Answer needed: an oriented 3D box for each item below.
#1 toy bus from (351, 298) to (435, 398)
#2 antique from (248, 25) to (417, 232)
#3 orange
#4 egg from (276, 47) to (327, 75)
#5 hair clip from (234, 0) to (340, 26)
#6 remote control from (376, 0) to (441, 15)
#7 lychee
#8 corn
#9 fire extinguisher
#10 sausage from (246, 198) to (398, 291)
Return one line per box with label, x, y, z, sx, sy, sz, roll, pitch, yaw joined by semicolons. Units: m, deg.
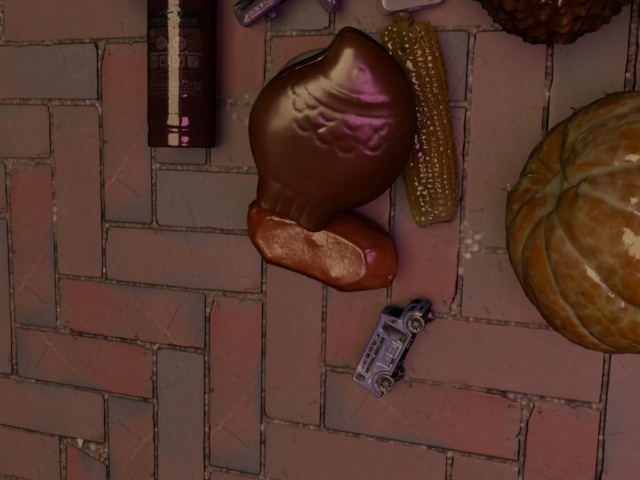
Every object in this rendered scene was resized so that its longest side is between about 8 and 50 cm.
toy bus;0.115;0.161;1.085;0.076;0.073;0.167;29;106;16
antique;0.013;-0.154;0.957;0.224;0.129;0.278;21;111;-8
orange;0.370;-0.023;0.836;0.249;0.329;0.329;21;106;-15
egg;-0.013;-0.231;1.057;0.152;0.114;0.114;-37;84;22
hair clip;-0.026;-0.402;1.055;0.279;0.090;0.137;-24;95;21
remote control;0.111;-0.462;1.006;0.103;0.034;0.250;-14;92;-7
lychee;0.293;-0.382;0.844;0.268;0.267;0.267;3;98;20
corn;0.151;-0.178;1.020;0.097;0.097;0.319;-7;97;21
fire extinguisher;-0.218;-0.320;1.123;0.136;0.114;0.337;1;99;4
sausage;0.001;-0.001;1.077;0.259;0.133;0.133;19;103;14
